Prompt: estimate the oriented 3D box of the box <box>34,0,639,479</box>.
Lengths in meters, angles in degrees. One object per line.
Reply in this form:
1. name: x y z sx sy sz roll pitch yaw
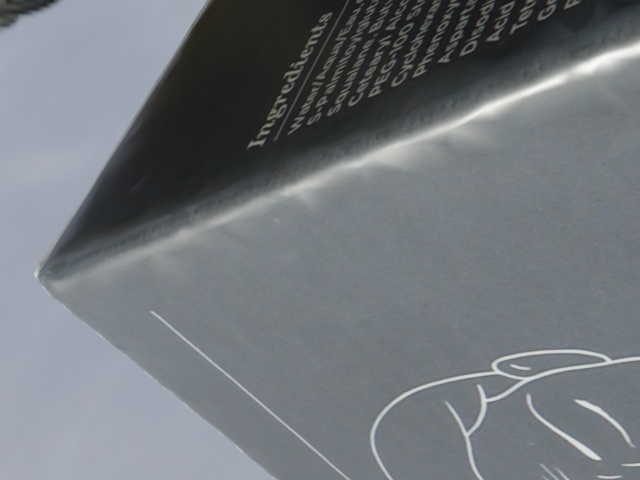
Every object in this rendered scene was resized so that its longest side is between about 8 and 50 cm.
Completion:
1. box: 0.158 -0.015 0.494 0.293 0.395 0.212 44 -129 -24
